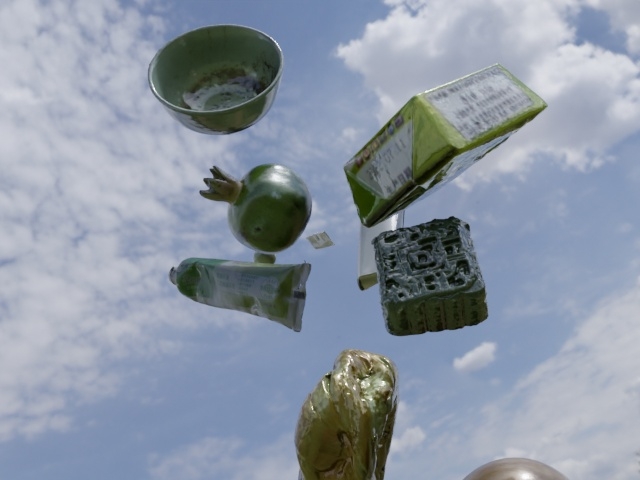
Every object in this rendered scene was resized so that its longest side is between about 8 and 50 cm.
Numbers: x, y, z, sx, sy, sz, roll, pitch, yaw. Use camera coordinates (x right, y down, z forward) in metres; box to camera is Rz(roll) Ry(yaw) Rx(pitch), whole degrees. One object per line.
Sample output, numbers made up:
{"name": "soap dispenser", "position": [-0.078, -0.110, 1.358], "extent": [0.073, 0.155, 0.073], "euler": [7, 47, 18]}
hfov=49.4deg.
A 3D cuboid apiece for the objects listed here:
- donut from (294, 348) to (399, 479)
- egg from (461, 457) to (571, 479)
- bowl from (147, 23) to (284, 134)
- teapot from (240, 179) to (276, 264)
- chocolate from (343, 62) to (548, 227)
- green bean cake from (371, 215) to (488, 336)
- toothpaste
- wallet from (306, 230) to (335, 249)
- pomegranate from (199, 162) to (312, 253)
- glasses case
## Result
{"name": "donut", "position": [0.058, 0.397, 1.425], "extent": [0.170, 0.360, 0.360], "euler": [12, -29, 16]}
{"name": "egg", "position": [0.362, 0.581, 1.244], "extent": [0.301, 0.374, 0.301], "euler": [-7, -2, 0]}
{"name": "bowl", "position": [-0.216, -0.323, 1.508], "extent": [0.289, 0.289, 0.146], "euler": [-17, -35, -10]}
{"name": "teapot", "position": [-0.138, -0.076, 1.844], "extent": [0.149, 0.318, 0.220], "euler": [7, -74, -26]}
{"name": "chocolate", "position": [0.220, -0.182, 1.300], "extent": [0.301, 0.137, 0.289], "euler": [-29, -7, -38]}
{"name": "green bean cake", "position": [0.179, 0.056, 1.157], "extent": [0.173, 0.181, 0.094], "euler": [-10, -41, 9]}
{"name": "toothpaste", "position": [-0.104, 0.054, 0.833], "extent": [0.248, 0.078, 0.047], "euler": [5, -6, 44]}
{"name": "wallet", "position": [0.000, 0.000, 1.633], "extent": [0.011, 0.044, 0.083], "euler": [-48, 15, -26]}
{"name": "pomegranate", "position": [-0.128, -0.075, 1.385], "extent": [0.225, 0.187, 0.187], "euler": [26, -53, -22]}
{"name": "glasses case", "position": [0.158, 0.010, 1.757], "extent": [0.128, 0.308, 0.083], "euler": [-15, -55, 18]}
